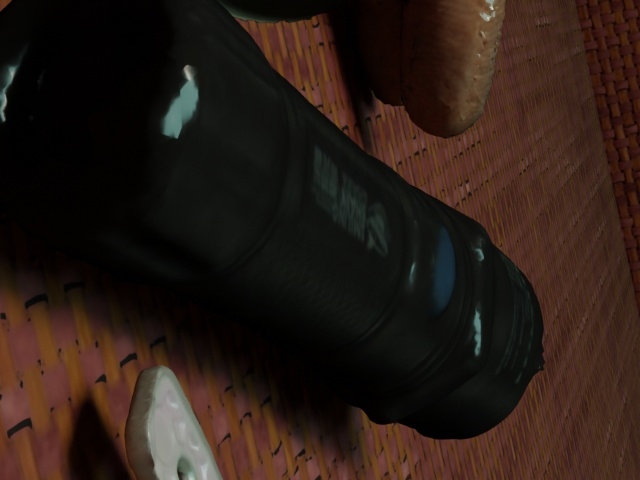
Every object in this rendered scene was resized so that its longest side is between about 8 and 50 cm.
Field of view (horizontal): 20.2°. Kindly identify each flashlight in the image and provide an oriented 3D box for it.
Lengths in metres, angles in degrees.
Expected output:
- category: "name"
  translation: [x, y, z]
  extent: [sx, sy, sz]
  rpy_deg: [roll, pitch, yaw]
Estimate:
- category: "flashlight"
  translation: [0.000, 0.000, 0.671]
  extent: [0.424, 0.103, 0.103]
  rpy_deg: [37, 44, -67]

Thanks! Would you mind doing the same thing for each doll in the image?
- category: "doll"
  translation: [0.032, -0.203, 0.945]
  extent: [0.201, 0.156, 0.303]
  rpy_deg: [30, -58, 53]

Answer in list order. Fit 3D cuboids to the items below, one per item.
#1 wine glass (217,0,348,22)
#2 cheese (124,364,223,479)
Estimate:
- category: "wine glass"
  translation: [0.028, -0.237, 0.644]
  extent: [0.096, 0.264, 0.309]
  rpy_deg: [27, 23, -11]
- category: "cheese"
  translation: [-0.013, 0.144, 0.606]
  extent: [0.127, 0.050, 0.255]
  rpy_deg: [-80, 155, -54]
